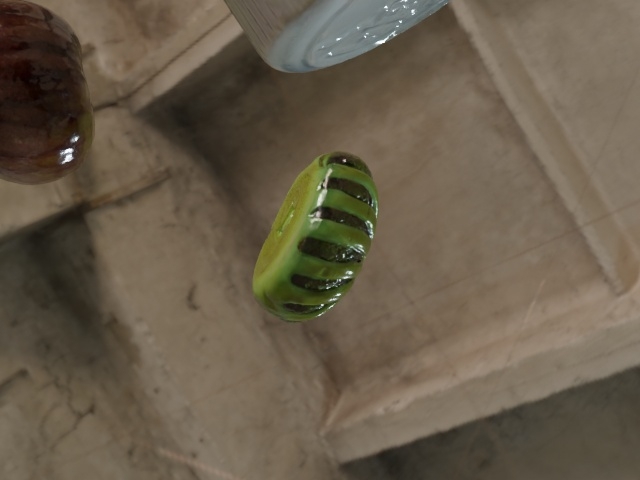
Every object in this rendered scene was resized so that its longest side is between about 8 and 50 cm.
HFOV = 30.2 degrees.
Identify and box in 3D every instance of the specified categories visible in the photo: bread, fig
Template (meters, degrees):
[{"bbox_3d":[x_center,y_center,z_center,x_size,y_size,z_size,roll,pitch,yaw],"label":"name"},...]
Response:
[{"bbox_3d":[0.000,0.000,0.942,0.071,0.139,0.130,24,-24,-12],"label":"bread"},{"bbox_3d":[-0.279,-0.137,1.005,0.202,0.149,0.148,32,-33,-13],"label":"fig"}]

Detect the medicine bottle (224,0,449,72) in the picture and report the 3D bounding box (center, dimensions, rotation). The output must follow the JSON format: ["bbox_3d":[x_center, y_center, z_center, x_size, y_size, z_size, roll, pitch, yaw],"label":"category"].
[{"bbox_3d":[-0.047,-0.286,0.571,0.242,0.242,0.395,-38,-93,34],"label":"medicine bottle"}]
